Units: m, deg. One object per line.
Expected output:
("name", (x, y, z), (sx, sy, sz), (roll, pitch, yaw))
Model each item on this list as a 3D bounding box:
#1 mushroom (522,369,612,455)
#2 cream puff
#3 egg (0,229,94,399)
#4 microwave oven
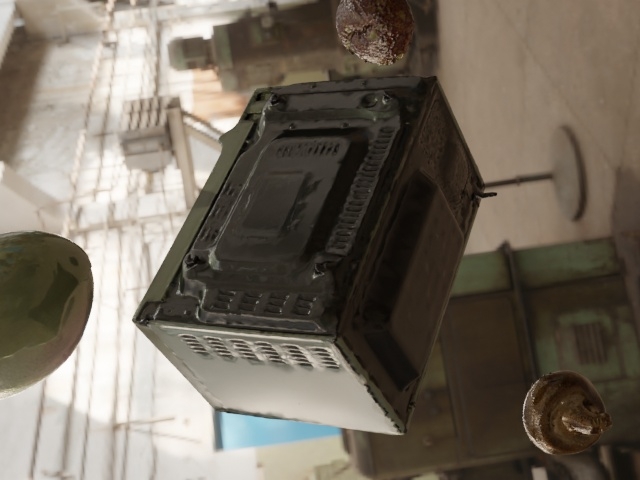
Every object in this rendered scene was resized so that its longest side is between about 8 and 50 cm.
("mushroom", (0.325, 0.228, 1.242), (0.126, 0.109, 0.085), (62, -161, -23))
("cream puff", (0.083, -0.349, 1.524), (0.149, 0.084, 0.149), (34, 142, 31))
("egg", (-0.363, 0.079, 1.108), (0.183, 0.217, 0.183), (38, 154, 23))
("microwave oven", (0.000, 0.000, 1.045), (0.218, 0.286, 0.355), (57, -134, -42))
